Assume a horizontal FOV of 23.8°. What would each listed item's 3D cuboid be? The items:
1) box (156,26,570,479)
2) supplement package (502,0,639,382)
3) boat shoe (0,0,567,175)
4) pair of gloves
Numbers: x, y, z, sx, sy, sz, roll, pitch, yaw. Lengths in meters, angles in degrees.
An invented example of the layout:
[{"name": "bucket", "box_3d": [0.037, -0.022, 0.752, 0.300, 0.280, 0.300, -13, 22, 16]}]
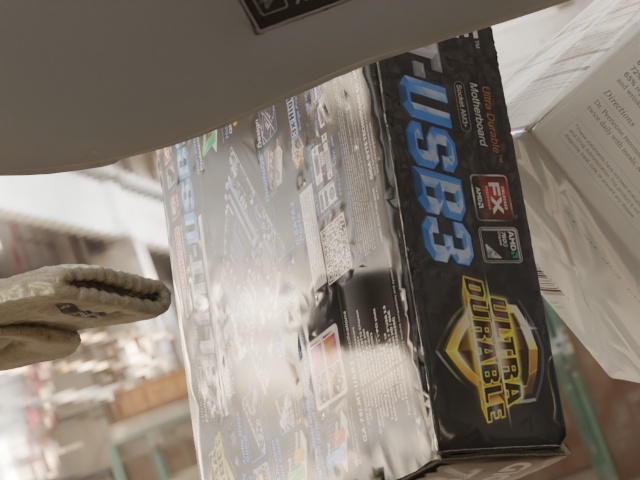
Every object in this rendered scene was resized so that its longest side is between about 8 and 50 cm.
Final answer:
[{"name": "box", "box_3d": [0.000, 0.000, 0.771, 0.073, 0.295, 0.293, 0, -21, -23]}, {"name": "supplement package", "box_3d": [0.243, -0.069, 0.908, 0.263, 0.199, 0.198, -42, 8, -10]}, {"name": "boat shoe", "box_3d": [-0.034, -0.111, 0.471, 0.306, 0.105, 0.113, -18, -42, 12]}, {"name": "pair of gloves", "box_3d": [-0.224, 0.026, 0.754, 0.240, 0.042, 0.204, 10, -22, -38]}]
